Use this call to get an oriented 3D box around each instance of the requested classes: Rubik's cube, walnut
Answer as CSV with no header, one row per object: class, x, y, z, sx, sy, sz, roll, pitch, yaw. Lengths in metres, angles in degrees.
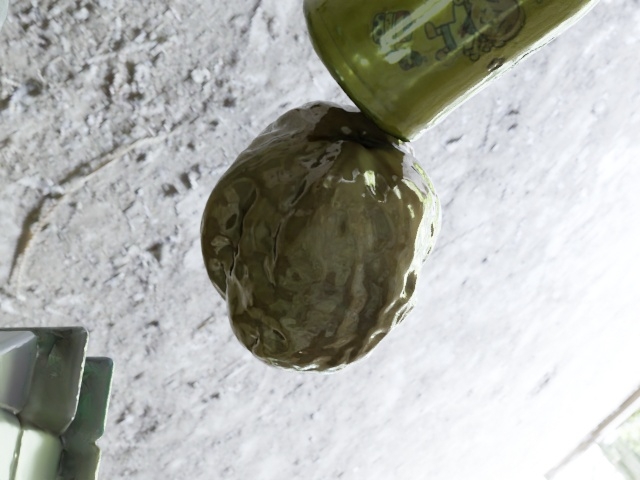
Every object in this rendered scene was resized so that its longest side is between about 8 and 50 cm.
Rubik's cube,-0.389,0.224,0.767,0.387,0.358,0.368,0,155,9
walnut,-0.002,-0.002,0.812,0.227,0.273,0.273,-16,142,-38

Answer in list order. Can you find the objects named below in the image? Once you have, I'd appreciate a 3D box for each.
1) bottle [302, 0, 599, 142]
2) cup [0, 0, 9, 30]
bottle,0.165,-0.246,0.687,0.351,0.171,0.171,-33,154,25
cup,-0.352,-0.214,0.542,0.163,0.347,0.347,-28,155,25
